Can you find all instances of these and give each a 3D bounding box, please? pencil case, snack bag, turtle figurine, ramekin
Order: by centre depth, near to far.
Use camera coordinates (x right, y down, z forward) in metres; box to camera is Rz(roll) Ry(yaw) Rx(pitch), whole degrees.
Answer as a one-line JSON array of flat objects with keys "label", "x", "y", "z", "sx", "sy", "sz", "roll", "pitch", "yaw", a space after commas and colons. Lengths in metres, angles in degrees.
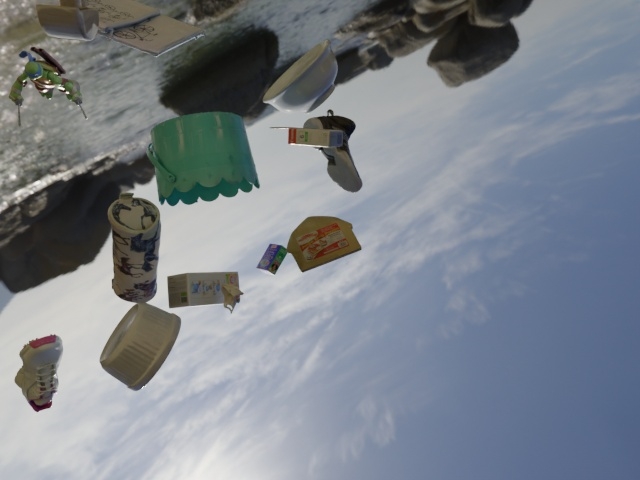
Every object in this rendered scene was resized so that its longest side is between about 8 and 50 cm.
[{"label": "ramekin", "x": -0.446, "y": 0.250, "z": 1.280, "sx": 0.207, "sy": 0.109, "sz": 0.207, "roll": -42, "pitch": -156, "yaw": 24}, {"label": "snack bag", "x": -0.565, "y": -0.662, "z": 1.583, "sx": 0.323, "sy": 0.342, "sz": 0.037, "roll": -63, "pitch": 175, "yaw": -54}, {"label": "turtle figurine", "x": -0.900, "y": -0.474, "z": 1.726, "sx": 0.197, "sy": 0.275, "sz": 0.266, "roll": -31, "pitch": -166, "yaw": -2}, {"label": "pencil case", "x": -0.632, "y": 0.033, "z": 1.771, "sx": 0.159, "sy": 0.183, "sz": 0.411, "roll": -24, "pitch": 149, "yaw": -35}]

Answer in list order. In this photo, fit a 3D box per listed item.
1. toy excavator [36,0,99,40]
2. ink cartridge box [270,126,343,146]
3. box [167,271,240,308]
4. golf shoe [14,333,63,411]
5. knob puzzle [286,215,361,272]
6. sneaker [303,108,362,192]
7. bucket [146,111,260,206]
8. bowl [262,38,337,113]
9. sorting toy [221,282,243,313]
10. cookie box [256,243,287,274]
[{"label": "toy excavator", "x": -0.474, "y": -0.622, "z": 0.892, "sx": 0.222, "sy": 0.434, "sz": 0.445, "roll": 3, "pitch": 180, "yaw": -4}, {"label": "ink cartridge box", "x": -0.025, "y": -0.179, "z": 0.898, "sx": 0.115, "sy": 0.029, "sz": 0.063, "roll": 8, "pitch": -166, "yaw": 22}, {"label": "box", "x": -0.370, "y": 0.156, "z": 1.665, "sx": 0.114, "sy": 0.103, "sz": 0.203, "roll": -11, "pitch": 171, "yaw": 40}, {"label": "golf shoe", "x": -0.776, "y": 0.374, "z": 1.468, "sx": 0.115, "sy": 0.140, "sz": 0.306, "roll": -14, "pitch": 153, "yaw": -41}, {"label": "knob puzzle", "x": 0.000, "y": 0.000, "z": 1.418, "sx": 0.213, "sy": 0.030, "sz": 0.213, "roll": -9, "pitch": -137, "yaw": 8}, {"label": "sneaker", "x": 0.072, "y": -0.288, "z": 1.632, "sx": 0.153, "sy": 0.269, "sz": 0.101, "roll": -42, "pitch": -170, "yaw": -37}, {"label": "bucket", "x": -0.299, "y": -0.203, "z": 1.334, "sx": 0.280, "sy": 0.183, "sz": 0.281, "roll": -11, "pitch": 179, "yaw": 0}, {"label": "bowl", "x": -0.043, "y": -0.524, "z": 1.759, "sx": 0.297, "sy": 0.134, "sz": 0.298, "roll": -37, "pitch": -157, "yaw": 18}, {"label": "sorting toy", "x": -0.274, "y": 0.182, "z": 1.599, "sx": 0.044, "sy": 0.075, "sz": 0.083, "roll": 8, "pitch": -163, "yaw": -40}, {"label": "cookie box", "x": -0.177, "y": 0.068, "z": 1.917, "sx": 0.091, "sy": 0.040, "sz": 0.107, "roll": 7, "pitch": -116, "yaw": 56}]
